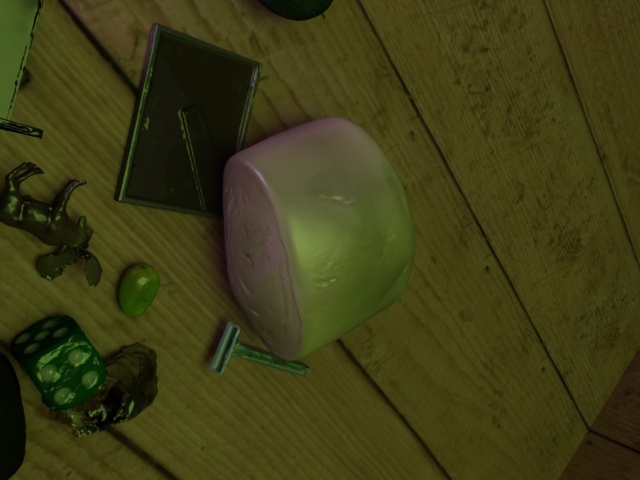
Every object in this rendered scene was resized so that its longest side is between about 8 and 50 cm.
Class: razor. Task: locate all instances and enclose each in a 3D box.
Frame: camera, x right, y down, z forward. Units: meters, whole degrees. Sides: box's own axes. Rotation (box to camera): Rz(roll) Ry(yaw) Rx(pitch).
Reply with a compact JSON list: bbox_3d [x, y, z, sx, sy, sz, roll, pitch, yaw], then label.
[{"bbox_3d":[-0.131,0.265,1.592,0.277,0.056,0.111,27,83,-47],"label":"razor"}]

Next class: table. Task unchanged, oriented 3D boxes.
[{"bbox_3d":[-0.487,-0.294,1.005,0.196,0.282,0.251,17,90,-39],"label":"table"}]

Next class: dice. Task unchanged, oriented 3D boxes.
[{"bbox_3d":[-0.463,0.215,1.254,0.120,0.131,0.129,-34,121,-27],"label":"dice"}]

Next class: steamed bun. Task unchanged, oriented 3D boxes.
[{"bbox_3d":[0.000,0.000,1.453,0.371,0.289,0.456,-29,117,-34],"label":"steamed bun"}]

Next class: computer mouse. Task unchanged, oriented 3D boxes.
[{"bbox_3d":[-0.582,0.322,1.217,0.137,0.086,0.270,-6,106,-37],"label":"computer mouse"}]

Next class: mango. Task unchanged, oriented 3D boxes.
[{"bbox_3d":[-0.352,0.097,1.361,0.073,0.056,0.108,9,98,-34],"label":"mango"}]

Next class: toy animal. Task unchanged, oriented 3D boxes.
[{"bbox_3d":[-0.465,-0.023,1.229,0.214,0.093,0.186,21,83,-33],"label":"toy animal"}]

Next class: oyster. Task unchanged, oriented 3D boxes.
[{"bbox_3d":[-0.388,0.298,1.341,0.232,0.107,0.162,-15,103,-53],"label":"oyster"}]

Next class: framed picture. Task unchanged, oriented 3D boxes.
[{"bbox_3d":[-0.251,-0.220,1.383,0.247,0.022,0.335,10,95,-41],"label":"framed picture"}]

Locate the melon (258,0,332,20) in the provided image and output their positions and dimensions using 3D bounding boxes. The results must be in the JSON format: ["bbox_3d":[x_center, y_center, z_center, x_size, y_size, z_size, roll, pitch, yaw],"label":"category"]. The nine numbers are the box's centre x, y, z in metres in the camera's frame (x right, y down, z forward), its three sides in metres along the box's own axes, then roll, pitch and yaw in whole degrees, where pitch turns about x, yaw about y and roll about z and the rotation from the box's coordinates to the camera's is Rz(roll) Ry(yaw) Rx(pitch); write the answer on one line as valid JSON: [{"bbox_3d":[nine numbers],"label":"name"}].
[{"bbox_3d":[-0.069,-0.534,1.348,0.287,0.182,0.182,41,75,-40],"label":"melon"}]
